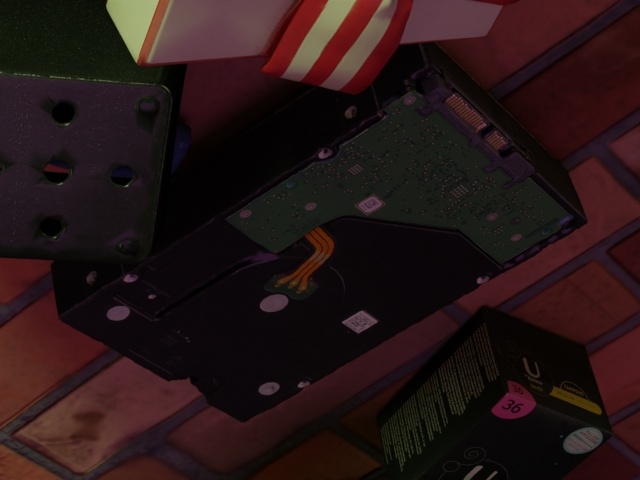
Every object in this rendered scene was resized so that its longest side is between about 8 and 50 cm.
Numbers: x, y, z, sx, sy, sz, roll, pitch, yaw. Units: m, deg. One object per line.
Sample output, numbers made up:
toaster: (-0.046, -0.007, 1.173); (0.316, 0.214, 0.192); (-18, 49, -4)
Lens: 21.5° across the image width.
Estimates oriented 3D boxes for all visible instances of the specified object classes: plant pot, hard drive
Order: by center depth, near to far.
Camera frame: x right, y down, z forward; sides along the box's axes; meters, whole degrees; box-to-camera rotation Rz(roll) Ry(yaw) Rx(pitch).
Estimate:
plant pot: (-0.170, -0.084, 1.073); (0.187, 0.167, 0.188); (3, 120, -14)
hard drive: (0.000, 0.000, 1.265); (0.339, 0.064, 0.237); (-32, 140, 21)

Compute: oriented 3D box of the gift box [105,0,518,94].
gift box: (0.019, -0.248, 0.864); (0.276, 0.258, 0.255); (-11, 146, -27)

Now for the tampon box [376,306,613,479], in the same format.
tampon box: (0.146, 0.158, 1.443); (0.120, 0.101, 0.161); (21, 127, -28)

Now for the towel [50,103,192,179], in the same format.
towel: (-0.156, -0.075, 1.207); (0.119, 0.029, 0.067); (18, 129, -25)
